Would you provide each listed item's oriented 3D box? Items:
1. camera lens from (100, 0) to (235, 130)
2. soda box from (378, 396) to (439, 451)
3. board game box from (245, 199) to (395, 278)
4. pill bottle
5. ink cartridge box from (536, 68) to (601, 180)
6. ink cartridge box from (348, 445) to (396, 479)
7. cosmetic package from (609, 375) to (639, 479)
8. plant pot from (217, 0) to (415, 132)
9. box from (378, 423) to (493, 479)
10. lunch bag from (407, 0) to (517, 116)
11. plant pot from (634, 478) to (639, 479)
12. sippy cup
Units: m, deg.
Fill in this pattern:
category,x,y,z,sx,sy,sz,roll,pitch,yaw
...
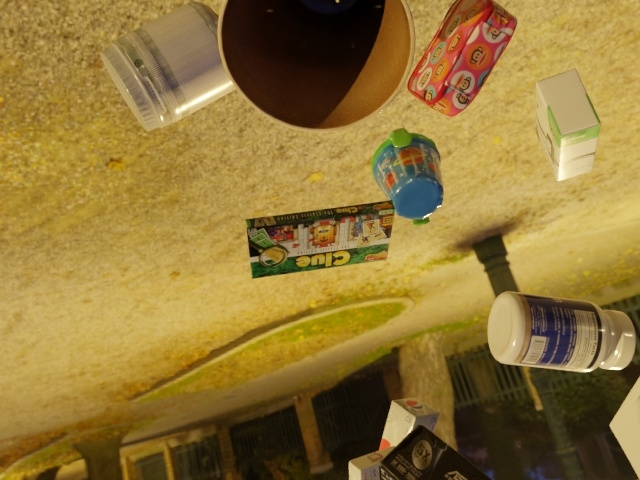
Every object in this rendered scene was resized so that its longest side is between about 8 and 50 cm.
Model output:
category,x,y,z,sx,sy,sz,roll,pitch,yaw
camera lens,-0.337,-0.408,1.322,0.274,0.219,0.219,-33,166,-14
soda box,0.216,0.566,1.491,0.098,0.286,0.091,5,-167,-38
board game box,0.000,0.000,1.009,0.259,0.030,0.136,-8,140,-9
pill bottle,0.505,0.197,1.192,0.264,0.153,0.153,8,158,-5
ink cartridge box,0.757,-0.346,1.743,0.121,0.211,0.289,-17,153,13
ink cartridge box,0.128,0.524,1.258,0.122,0.089,0.052,-8,-170,-25
cosmetic package,0.656,0.342,0.978,0.138,0.225,0.224,9,121,-3
plant pot,0.003,-0.318,0.765,0.237,0.254,0.237,3,135,3
box,0.161,0.333,0.666,0.077,0.180,0.147,-33,134,-28
lunch bag,0.354,-0.485,1.473,0.120,0.258,0.293,23,110,-20
plant pot,0.732,0.589,1.106,0.236,0.236,0.212,-19,-160,3
sippy cup,0.292,-0.192,1.813,0.305,0.224,0.240,29,122,-26
